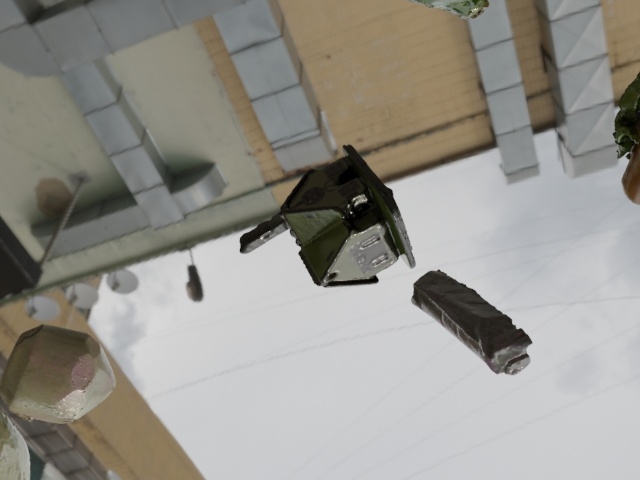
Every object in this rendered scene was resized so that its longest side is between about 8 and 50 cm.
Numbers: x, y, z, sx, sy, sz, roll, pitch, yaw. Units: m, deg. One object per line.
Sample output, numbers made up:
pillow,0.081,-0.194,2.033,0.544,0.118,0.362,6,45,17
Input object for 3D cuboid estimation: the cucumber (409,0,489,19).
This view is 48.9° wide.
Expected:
cucumber,0.026,-0.214,0.369,0.134,0.244,0.134,-30,-148,21

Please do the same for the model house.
model house,0.000,0.000,1.274,0.278,0.205,0.218,-30,-139,-3

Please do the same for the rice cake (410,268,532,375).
rice cake,0.155,0.083,0.768,0.055,0.049,0.270,-18,-167,-8

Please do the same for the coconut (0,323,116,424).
coconut,-0.445,0.235,1.205,0.171,0.182,0.171,-58,-162,31

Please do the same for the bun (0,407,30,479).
bun,-0.520,0.296,0.766,0.364,0.364,0.202,-18,-139,9

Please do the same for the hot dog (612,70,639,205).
hot dog,0.339,-0.141,0.589,0.100,0.337,0.135,-3,-131,-10
